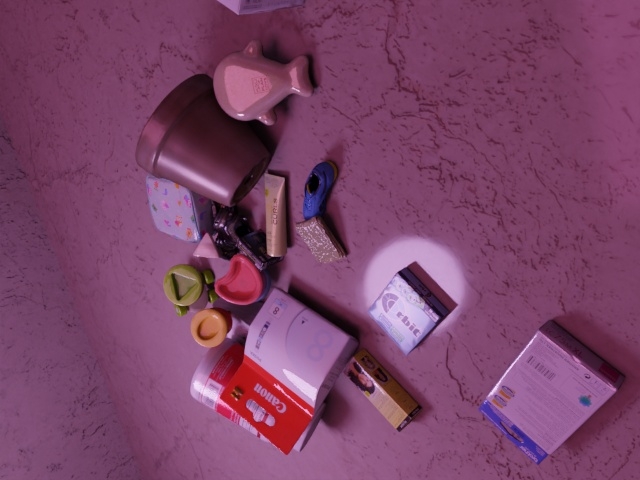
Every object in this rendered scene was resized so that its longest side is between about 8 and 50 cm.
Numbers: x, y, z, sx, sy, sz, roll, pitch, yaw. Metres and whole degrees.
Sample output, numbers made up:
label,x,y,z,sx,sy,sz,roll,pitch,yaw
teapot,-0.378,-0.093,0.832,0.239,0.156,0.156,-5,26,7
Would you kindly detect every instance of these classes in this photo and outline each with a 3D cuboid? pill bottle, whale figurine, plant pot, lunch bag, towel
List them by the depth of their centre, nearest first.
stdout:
label,x,y,z,sx,sy,sz,roll,pitch,yaw
whale figurine,-0.139,-0.410,1.547,0.271,0.141,0.217,-5,108,22
towel,0.000,0.000,1.648,0.110,0.027,0.148,-17,116,48
plant pot,-0.305,-0.250,1.679,0.280,0.323,0.323,39,136,3
lunch bag,-0.448,-0.123,1.944,0.279,0.107,0.224,17,119,39
pill bottle,-0.198,0.507,1.948,0.407,0.229,0.229,27,130,12

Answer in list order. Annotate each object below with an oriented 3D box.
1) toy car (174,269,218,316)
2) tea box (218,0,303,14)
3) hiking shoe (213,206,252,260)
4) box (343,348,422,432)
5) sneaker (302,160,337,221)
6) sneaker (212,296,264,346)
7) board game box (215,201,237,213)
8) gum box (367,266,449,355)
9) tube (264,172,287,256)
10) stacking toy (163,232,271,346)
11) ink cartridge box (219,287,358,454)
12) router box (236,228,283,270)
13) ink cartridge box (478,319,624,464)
label,x,y,z,sx,sy,sz,roll,pitch,yaw
toy car,-0.493,0.175,2.190,0.188,0.155,0.149,15,121,52
tea box,-0.185,-0.735,1.330,0.329,0.220,0.324,40,135,24
hiking shoe,-0.273,-0.003,1.903,0.114,0.086,0.227,16,144,11
box,0.173,0.422,1.691,0.232,0.058,0.087,43,136,21
sneaker,-0.022,-0.120,1.591,0.069,0.082,0.209,42,136,20
sneaker,-0.227,0.296,2.022,0.292,0.108,0.169,15,134,37
board game box,-0.375,-0.180,1.953,0.243,0.042,0.165,15,120,41
gum box,0.219,0.183,1.529,0.157,0.041,0.184,47,138,18
tube,-0.132,-0.074,1.749,0.070,0.062,0.240,2,109,6
stacking toy,-0.324,0.146,1.904,0.279,0.130,0.309,45,100,8
ink cartridge box,-0.114,0.375,1.759,0.308,0.385,0.091,30,172,32
router box,-0.184,0.028,1.827,0.122,0.092,0.038,43,135,21
ink cartridge box,0.492,0.340,1.314,0.185,0.065,0.311,41,132,24
